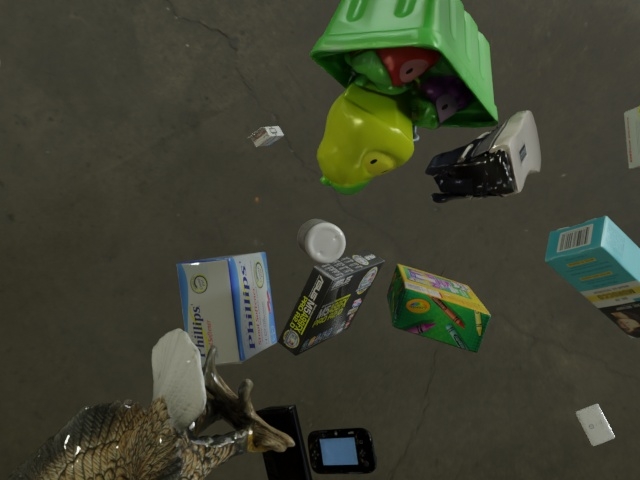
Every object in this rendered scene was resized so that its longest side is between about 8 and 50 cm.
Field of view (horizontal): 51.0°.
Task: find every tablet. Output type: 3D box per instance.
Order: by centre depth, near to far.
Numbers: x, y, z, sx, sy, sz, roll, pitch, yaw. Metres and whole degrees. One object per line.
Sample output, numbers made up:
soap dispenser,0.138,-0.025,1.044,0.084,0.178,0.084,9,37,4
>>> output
tablet,0.626,0.420,1.529,0.054,0.006,0.083,-27,76,13

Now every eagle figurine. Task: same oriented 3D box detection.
eagle figurine,-0.175,0.256,0.650,0.298,0.226,0.225,-35,79,-30

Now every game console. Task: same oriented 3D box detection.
game console,-0.015,0.509,1.664,0.361,0.044,0.213,-17,85,39

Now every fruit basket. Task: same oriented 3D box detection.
fruit basket,0.144,-0.256,1.243,0.283,0.392,0.392,7,94,33

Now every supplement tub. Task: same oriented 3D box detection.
supplement tub,0.000,0.000,1.161,0.071,0.107,0.071,-1,95,-9

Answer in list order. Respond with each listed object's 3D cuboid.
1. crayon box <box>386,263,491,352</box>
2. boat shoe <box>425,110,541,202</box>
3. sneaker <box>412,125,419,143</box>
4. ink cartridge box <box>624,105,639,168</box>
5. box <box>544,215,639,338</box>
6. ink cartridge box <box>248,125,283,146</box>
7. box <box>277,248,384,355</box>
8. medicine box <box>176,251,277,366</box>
crayon box,0.228,0.128,1.352,0.165,0.278,0.081,18,98,1
boat shoe,0.307,-0.156,1.246,0.158,0.340,0.127,-8,102,29
sneaker,0.201,-0.335,1.591,0.125,0.104,0.261,-6,81,54
ink cartridge box,0.719,-0.219,1.362,0.127,0.176,0.128,-5,91,-1
box,0.468,0.064,1.051,0.244,0.100,0.060,37,57,-23
ink cartridge box,-0.130,-0.247,1.596,0.048,0.083,0.028,-33,84,29
box,0.030,0.142,1.601,0.060,0.270,0.216,35,112,21
medicine box,-0.239,0.172,1.764,0.149,0.289,0.263,-7,90,13
